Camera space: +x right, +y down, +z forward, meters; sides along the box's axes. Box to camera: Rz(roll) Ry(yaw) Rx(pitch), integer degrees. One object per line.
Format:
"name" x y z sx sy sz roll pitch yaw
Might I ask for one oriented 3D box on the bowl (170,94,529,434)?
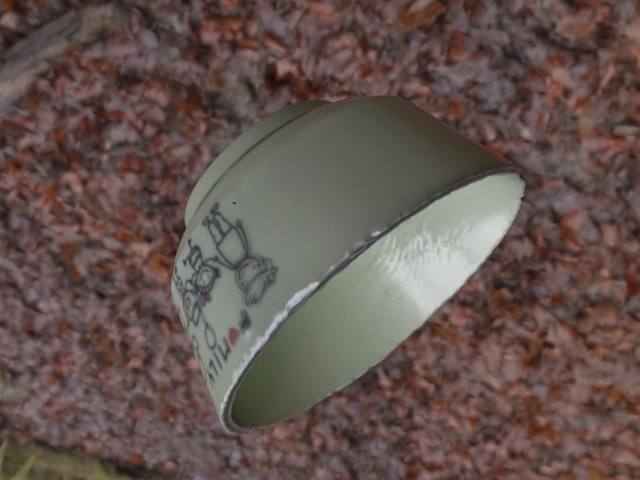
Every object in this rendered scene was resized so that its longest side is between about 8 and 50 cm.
"bowl" 0.000 0.000 0.543 0.112 0.211 0.211 48 155 19
